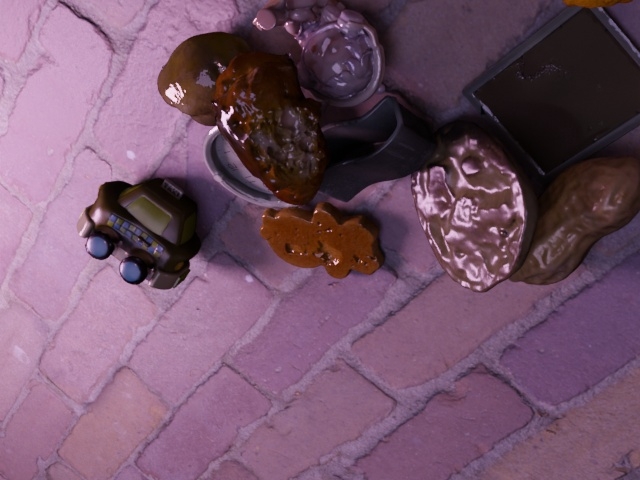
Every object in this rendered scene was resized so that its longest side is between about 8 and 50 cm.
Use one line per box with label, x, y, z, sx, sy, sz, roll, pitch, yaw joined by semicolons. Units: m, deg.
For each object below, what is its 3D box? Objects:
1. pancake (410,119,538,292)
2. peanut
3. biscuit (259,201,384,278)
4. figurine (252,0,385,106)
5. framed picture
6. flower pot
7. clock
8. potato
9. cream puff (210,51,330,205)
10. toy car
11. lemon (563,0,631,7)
pancake;0.251;-0.056;1.623;0.294;0.049;0.294;28;124;53
peanut;0.399;-0.028;1.576;0.149;0.149;0.313;42;129;-3
biscuit;0.001;-0.002;1.890;0.248;0.035;0.184;4;133;23
figurine;0.011;-0.316;1.597;0.162;0.141;0.237;-35;101;35
framed picture;0.383;-0.229;1.526;0.216;0.016;0.273;47;133;-8
flower pot;0.080;-0.154;1.675;0.229;0.103;0.108;-22;150;36
clock;-0.103;-0.152;1.823;0.236;0.053;0.236;15;146;10
potato;-0.197;-0.289;1.746;0.200;0.154;0.137;-22;65;46
cream puff;-0.084;-0.189;1.590;0.241;0.155;0.269;52;164;22
toy car;-0.352;-0.040;2.007;0.248;0.204;0.198;35;110;2
lemon;0.369;-0.389;1.335;0.187;0.142;0.142;33;133;-1
